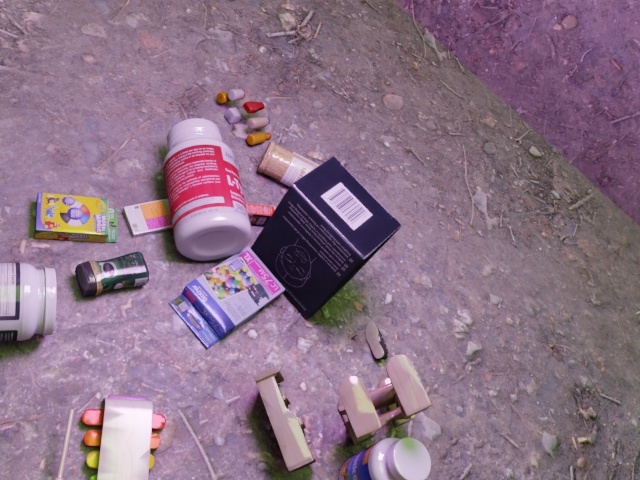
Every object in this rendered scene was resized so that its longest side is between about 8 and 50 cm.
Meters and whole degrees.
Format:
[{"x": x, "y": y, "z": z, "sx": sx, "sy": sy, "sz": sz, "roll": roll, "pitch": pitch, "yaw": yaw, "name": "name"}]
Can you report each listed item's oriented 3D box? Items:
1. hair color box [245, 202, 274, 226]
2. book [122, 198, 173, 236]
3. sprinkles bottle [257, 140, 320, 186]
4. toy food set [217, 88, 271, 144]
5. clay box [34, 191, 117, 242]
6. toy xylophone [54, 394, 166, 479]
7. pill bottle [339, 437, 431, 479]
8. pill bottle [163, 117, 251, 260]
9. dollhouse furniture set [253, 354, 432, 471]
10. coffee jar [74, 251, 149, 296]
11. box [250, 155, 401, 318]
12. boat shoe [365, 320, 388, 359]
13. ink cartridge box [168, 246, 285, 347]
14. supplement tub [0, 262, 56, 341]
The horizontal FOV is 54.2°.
[{"x": -0.227, "y": -0.084, "z": 2.048, "sx": 0.141, "sy": 0.072, "sz": 0.043, "roll": 6, "pitch": 57, "yaw": -25, "name": "hair color box"}, {"x": -0.515, "y": -0.069, "z": 1.905, "sx": 0.144, "sy": 0.035, "sz": 0.096, "roll": -13, "pitch": 69, "yaw": -34, "name": "book"}, {"x": -0.042, "y": -0.221, "z": 2.211, "sx": 0.355, "sy": 0.121, "sz": 0.121, "roll": 26, "pitch": 50, "yaw": -11, "name": "sprinkles bottle"}, {"x": -0.262, "y": -0.464, "z": 2.264, "sx": 0.232, "sy": 0.111, "sz": 0.104, "roll": 51, "pitch": 38, "yaw": 12, "name": "toy food set"}, {"x": -0.692, "y": -0.064, "z": 1.788, "sx": 0.221, "sy": 0.053, "sz": 0.128, "roll": 3, "pitch": 58, "yaw": -26, "name": "clay box"}, {"x": -0.500, "y": 0.509, "z": 1.487, "sx": 0.236, "sy": 0.081, "sz": 0.323, "roll": 17, "pitch": 52, "yaw": -18, "name": "toy xylophone"}, {"x": 0.172, "y": 0.614, "z": 1.662, "sx": 0.152, "sy": 0.272, "sz": 0.153, "roll": 15, "pitch": 53, "yaw": -20, "name": "pill bottle"}, {"x": -0.358, "y": -0.163, "z": 1.922, "sx": 0.228, "sy": 0.229, "sz": 0.408, "roll": 0, "pitch": 59, "yaw": -29, "name": "pill bottle"}, {"x": 0.056, "y": 0.419, "z": 1.691, "sx": 0.393, "sy": 0.362, "sz": 0.257, "roll": -22, "pitch": 71, "yaw": -6, "name": "dollhouse furniture set"}, {"x": -0.576, "y": 0.094, "z": 1.728, "sx": 0.184, "sy": 0.079, "sz": 0.096, "roll": -11, "pitch": 67, "yaw": -35, "name": "coffee jar"}, {"x": 0.000, "y": 0.000, "z": 1.901, "sx": 0.293, "sy": 0.395, "sz": 0.212, "roll": 46, "pitch": 49, "yaw": 6, "name": "box"}, {"x": 0.181, "y": 0.324, "z": 2.019, "sx": 0.042, "sy": 0.048, "sz": 0.133, "roll": 27, "pitch": 36, "yaw": -48, "name": "boat shoe"}, {"x": -0.273, "y": 0.163, "z": 1.865, "sx": 0.186, "sy": 0.065, "sz": 0.311, "roll": 48, "pitch": 51, "yaw": 8, "name": "ink cartridge box"}, {"x": -0.787, "y": 0.147, "z": 1.501, "sx": 0.272, "sy": 0.191, "sz": 0.191, "roll": 2, "pitch": 58, "yaw": -28, "name": "supplement tub"}]
